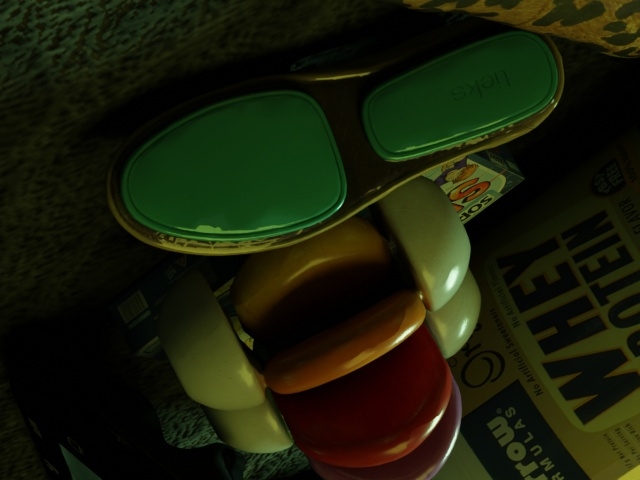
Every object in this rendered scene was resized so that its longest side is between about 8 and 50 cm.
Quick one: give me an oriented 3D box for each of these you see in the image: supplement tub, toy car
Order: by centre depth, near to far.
[{"bbox_3d":[0.016,0.063,1.009,0.159,0.136,0.182,-29,157,-3],"label":"toy car"},{"bbox_3d":[0.173,0.082,1.217,0.316,0.228,0.228,-37,157,16],"label":"supplement tub"}]

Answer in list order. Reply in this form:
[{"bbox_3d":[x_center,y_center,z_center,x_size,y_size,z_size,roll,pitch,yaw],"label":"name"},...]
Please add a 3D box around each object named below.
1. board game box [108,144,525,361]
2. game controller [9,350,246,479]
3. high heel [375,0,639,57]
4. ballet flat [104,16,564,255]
[{"bbox_3d":[0.000,0.000,1.085,0.201,0.035,0.136,-38,157,18],"label":"board game box"},{"bbox_3d":[-0.096,0.161,1.144,0.067,0.166,0.319,-57,168,-20],"label":"game controller"},{"bbox_3d":[0.072,-0.129,0.891,0.186,0.093,0.261,-5,174,5],"label":"high heel"},{"bbox_3d":[0.004,-0.047,0.944,0.232,0.080,0.073,-17,-173,-17],"label":"ballet flat"}]
